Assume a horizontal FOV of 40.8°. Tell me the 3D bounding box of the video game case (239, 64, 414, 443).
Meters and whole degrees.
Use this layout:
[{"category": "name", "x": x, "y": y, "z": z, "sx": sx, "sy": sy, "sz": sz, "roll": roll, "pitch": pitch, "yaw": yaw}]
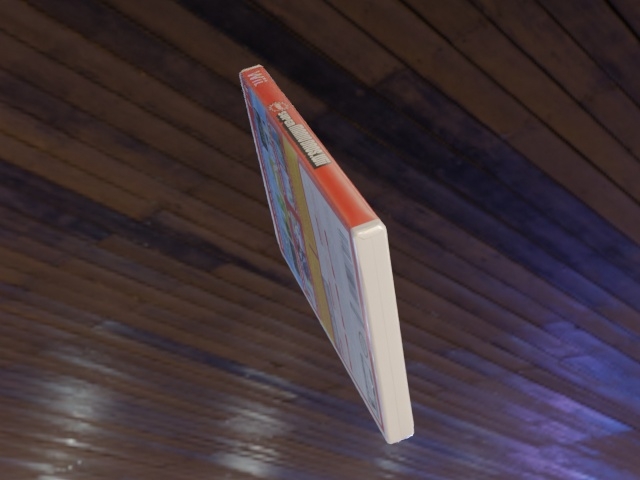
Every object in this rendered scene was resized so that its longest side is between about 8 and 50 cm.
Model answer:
[{"category": "video game case", "x": 0.000, "y": 0.000, "z": 0.707, "sx": 0.025, "sy": 0.285, "sz": 0.204, "roll": -19, "pitch": 127, "yaw": -11}]
